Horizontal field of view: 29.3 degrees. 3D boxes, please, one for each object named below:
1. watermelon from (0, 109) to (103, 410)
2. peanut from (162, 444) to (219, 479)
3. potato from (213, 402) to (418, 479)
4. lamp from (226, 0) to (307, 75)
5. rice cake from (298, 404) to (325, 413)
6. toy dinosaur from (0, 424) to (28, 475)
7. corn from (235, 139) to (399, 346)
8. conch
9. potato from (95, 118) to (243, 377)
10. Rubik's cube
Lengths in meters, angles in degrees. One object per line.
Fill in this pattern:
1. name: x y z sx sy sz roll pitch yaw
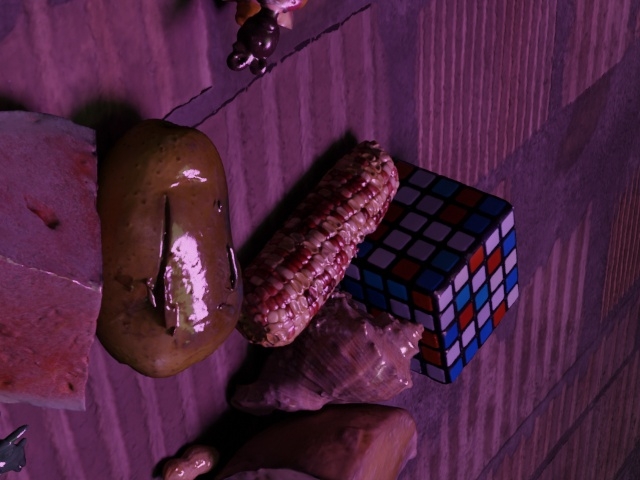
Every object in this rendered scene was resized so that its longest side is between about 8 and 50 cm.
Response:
1. watermelon: -0.248 0.028 0.966 0.256 0.176 0.260 -39 163 -43
2. peanut: -0.149 0.258 1.399 0.083 0.037 0.037 -26 131 -51
3. potato: -0.008 0.251 1.498 0.264 0.211 0.189 -50 145 -48
4. lamp: -0.032 -0.274 1.151 0.118 0.118 0.253 14 97 -60
5. rice cake: -0.005 0.172 1.577 0.033 0.029 0.171 -33 138 -53
6. toy dinosaur: -0.347 0.193 1.003 0.292 0.079 0.120 -7 111 -59
7. corn: 0.000 0.000 1.404 0.290 0.098 0.098 -51 147 -27
8. conch: 0.008 0.146 1.458 0.245 0.163 0.178 -26 149 5
9. potato: -0.143 0.012 1.128 0.169 0.143 0.248 -84 176 -69
10. Rubik's cube: 0.127 0.039 1.540 0.184 0.187 0.182 -48 145 -32
